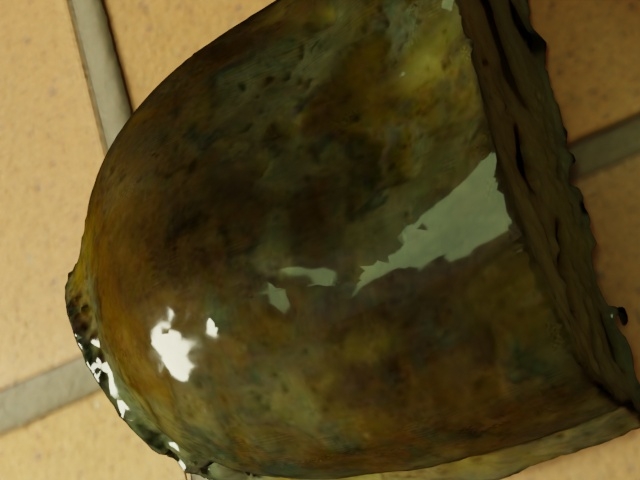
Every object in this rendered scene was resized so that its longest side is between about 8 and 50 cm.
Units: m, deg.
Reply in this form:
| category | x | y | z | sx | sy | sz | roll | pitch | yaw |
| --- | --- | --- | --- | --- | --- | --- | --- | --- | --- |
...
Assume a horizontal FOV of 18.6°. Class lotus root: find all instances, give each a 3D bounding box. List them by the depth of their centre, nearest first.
| category | x | y | z | sx | sy | sz | roll | pitch | yaw |
| --- | --- | --- | --- | --- | --- | --- | --- | --- | --- |
| lotus root | -0.013 | -0.007 | 0.942 | 0.260 | 0.149 | 0.267 | -21 | 66 | 21 |
